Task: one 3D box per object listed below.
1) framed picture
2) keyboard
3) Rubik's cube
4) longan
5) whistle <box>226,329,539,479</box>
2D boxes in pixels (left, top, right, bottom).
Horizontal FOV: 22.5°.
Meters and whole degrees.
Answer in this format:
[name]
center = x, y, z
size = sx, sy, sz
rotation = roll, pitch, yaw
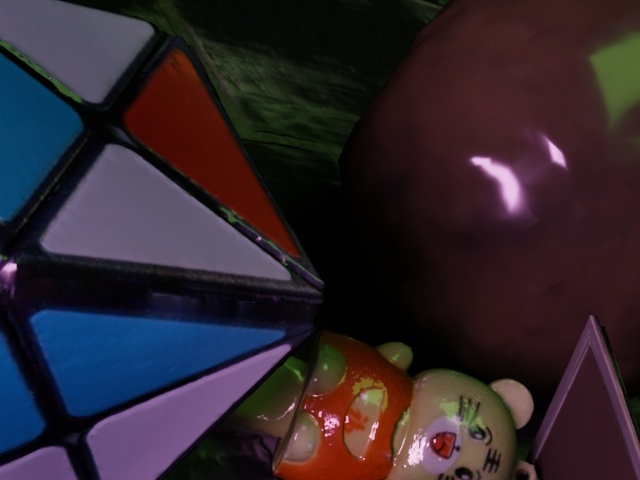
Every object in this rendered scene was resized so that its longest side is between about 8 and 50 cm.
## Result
[framed picture]
center = 0.176, 0.209, 1.135
size = 0.014, 0.252, 0.197
rotation = 8, 37, -13
[keyboard]
center = 0.000, 0.000, 1.447
size = 0.101, 0.018, 0.310
rotation = 51, 29, 14
[Rubik's cube]
center = -0.189, 0.015, 0.946
size = 0.246, 0.248, 0.250
rotation = 7, 45, -46
[longan]
center = 0.238, -0.057, 1.433
size = 0.404, 0.404, 0.436
rotation = 41, 34, -1
[whistle]
center = 0.025, 0.130, 1.166
size = 0.289, 0.131, 0.106
rotation = 19, -6, -6
